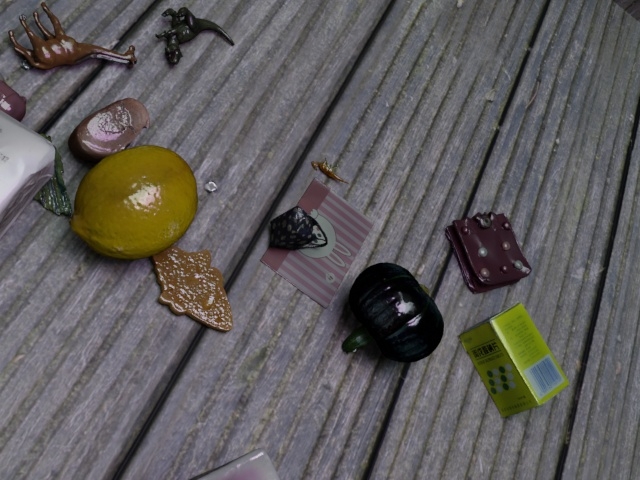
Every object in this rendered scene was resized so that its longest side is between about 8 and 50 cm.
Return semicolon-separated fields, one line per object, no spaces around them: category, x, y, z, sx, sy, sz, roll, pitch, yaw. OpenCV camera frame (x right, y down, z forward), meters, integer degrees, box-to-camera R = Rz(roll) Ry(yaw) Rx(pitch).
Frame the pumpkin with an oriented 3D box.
pumpkin;0.152;0.187;1.669;0.248;0.248;0.248;11;63;-23

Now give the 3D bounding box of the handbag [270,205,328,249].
handbag;-0.039;-0.011;1.712;0.139;0.115;0.072;26;52;-33

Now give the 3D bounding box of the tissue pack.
tissue pack;-0.726;-0.154;1.363;0.356;0.194;0.266;34;63;-9

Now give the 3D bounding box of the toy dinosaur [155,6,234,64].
toy dinosaur;-0.335;-0.506;1.844;0.179;0.087;0.187;48;64;-45

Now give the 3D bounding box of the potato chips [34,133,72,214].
potato chips;-0.592;-0.140;1.533;0.092;0.028;0.207;-10;71;-29

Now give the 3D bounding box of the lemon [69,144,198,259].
lemon;-0.378;-0.079;1.495;0.263;0.236;0.236;-43;91;-8

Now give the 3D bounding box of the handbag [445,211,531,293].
handbag;0.465;0.025;1.980;0.203;0.074;0.216;-8;71;-31

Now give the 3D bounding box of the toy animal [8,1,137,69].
toy animal;-0.568;-0.451;1.665;0.229;0.066;0.224;46;59;-10

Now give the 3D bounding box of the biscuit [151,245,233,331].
biscuit;-0.279;0.103;1.579;0.162;0.035;0.250;-39;88;-30

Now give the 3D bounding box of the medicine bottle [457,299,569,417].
medicine bottle;0.488;0.301;1.824;0.141;0.137;0.250;-22;79;-32

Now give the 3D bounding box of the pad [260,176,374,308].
pad;0.000;0.000;1.789;0.202;0.005;0.299;37;56;-7

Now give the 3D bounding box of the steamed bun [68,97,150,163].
steamed bun;-0.461;-0.234;1.574;0.175;0.145;0.106;-41;105;-27

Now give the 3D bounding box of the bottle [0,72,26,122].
bottle;-0.732;-0.329;1.492;0.253;0.120;0.120;39;56;-5

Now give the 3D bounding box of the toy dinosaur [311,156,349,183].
toy dinosaur;0.030;-0.185;1.876;0.113;0.026;0.041;27;64;-3

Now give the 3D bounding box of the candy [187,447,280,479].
candy;-0.212;0.489;1.243;0.208;0.359;0.145;-20;78;-37
